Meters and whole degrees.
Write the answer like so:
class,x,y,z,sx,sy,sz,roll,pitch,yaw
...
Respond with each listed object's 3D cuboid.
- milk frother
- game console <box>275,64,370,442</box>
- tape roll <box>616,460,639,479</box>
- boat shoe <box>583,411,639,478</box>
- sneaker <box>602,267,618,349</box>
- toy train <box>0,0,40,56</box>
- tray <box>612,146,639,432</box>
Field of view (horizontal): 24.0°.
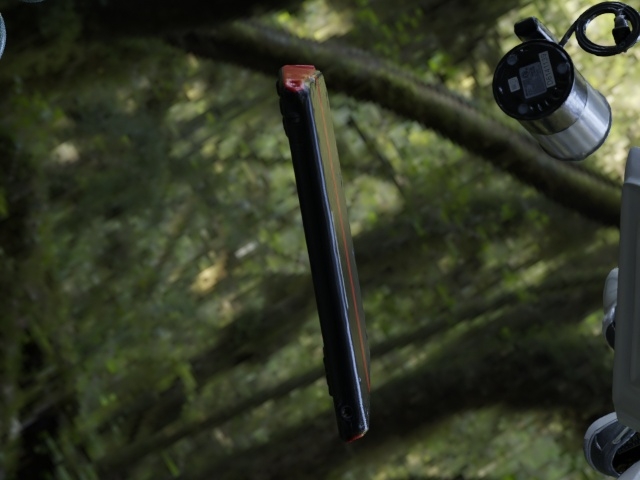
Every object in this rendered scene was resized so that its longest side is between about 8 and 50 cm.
class,x,y,z,sx,sy,sz,roll,pitch,yaw
milk frother,0.262,-0.160,1.493,0.135,0.143,0.129,29,65,-60
game console,0.000,0.000,1.687,0.342,0.060,0.386,-75,155,-79
tape roll,0.473,0.402,1.669,0.392,0.392,0.072,57,-31,11
boat shoe,0.490,0.227,1.952,0.102,0.301,0.108,-159,-131,-79
sneaker,0.477,0.041,1.829,0.118,0.292,0.110,-87,153,-51
toy train,-0.271,-0.262,1.117,0.190,0.334,0.142,44,8,14
tray,0.306,0.059,1.356,0.145,0.030,0.270,-154,-119,-61
